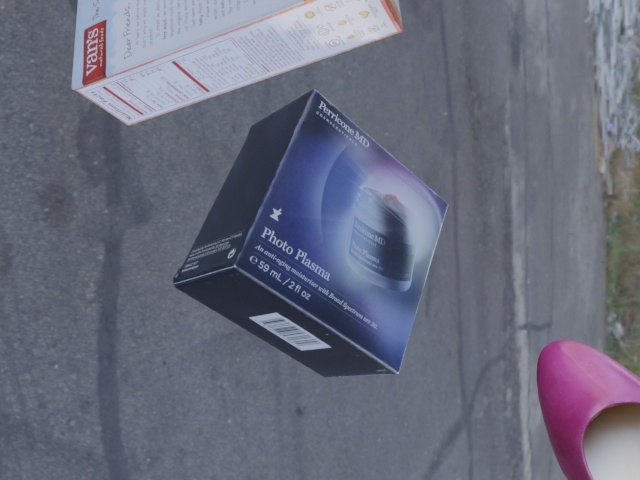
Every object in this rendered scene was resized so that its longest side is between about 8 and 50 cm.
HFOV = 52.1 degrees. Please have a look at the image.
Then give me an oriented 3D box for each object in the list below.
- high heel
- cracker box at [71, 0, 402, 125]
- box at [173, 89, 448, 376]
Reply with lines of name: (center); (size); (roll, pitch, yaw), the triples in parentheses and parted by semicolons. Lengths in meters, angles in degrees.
high heel: (0.181, 0.132, 0.328); (0.117, 0.082, 0.244); (60, 9, -49)
cracker box: (-0.066, -0.193, 0.473); (0.067, 0.232, 0.156); (35, 47, -60)
box: (0.000, 0.000, 0.950); (0.296, 0.182, 0.294); (36, 59, -27)
